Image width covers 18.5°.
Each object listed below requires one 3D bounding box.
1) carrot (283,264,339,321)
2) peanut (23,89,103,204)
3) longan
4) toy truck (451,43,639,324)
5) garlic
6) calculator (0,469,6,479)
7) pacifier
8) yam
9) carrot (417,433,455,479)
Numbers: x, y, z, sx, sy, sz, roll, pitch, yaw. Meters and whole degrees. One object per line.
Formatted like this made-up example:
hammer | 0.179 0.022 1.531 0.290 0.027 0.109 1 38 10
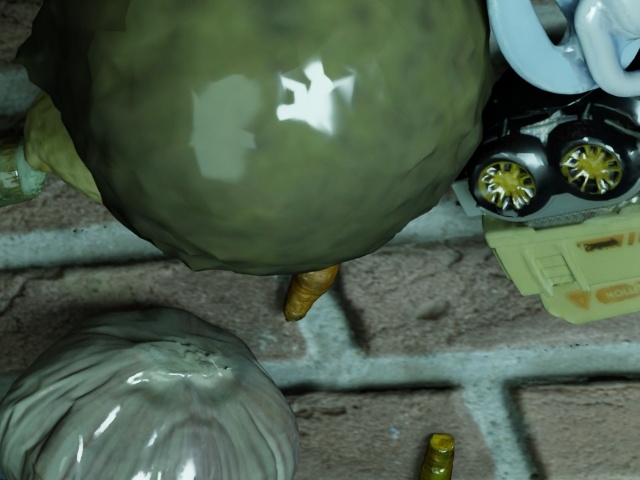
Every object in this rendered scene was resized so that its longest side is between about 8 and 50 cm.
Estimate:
carrot | 0.000 0.000 1.933 0.059 0.059 0.248 18 136 3
peanut | -0.131 -0.089 1.844 0.319 0.147 0.147 13 133 22
longan | -0.051 -0.151 1.567 0.391 0.391 0.391 9 131 10
toy truck | 0.325 -0.061 1.690 0.405 0.180 0.254 -11 123 27
garlic | -0.169 0.195 2.003 0.317 0.317 0.259 23 135 -2
calculator | -0.383 0.269 2.311 0.057 0.018 0.172 22 134 0
pacifier | 0.221 -0.249 1.571 0.226 0.287 0.238 35 165 46
yam | -0.452 -0.042 2.028 0.371 0.083 0.083 -13 124 26
carrot | 0.118 0.274 2.138 0.042 0.042 0.170 15 130 6
